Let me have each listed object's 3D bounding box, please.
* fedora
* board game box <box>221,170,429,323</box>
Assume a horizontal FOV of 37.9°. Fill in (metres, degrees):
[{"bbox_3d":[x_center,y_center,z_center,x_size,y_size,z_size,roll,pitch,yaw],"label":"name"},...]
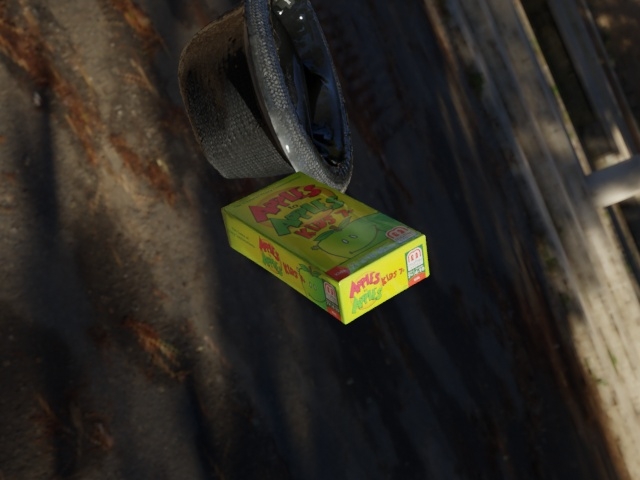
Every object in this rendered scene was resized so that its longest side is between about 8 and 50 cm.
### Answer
[{"bbox_3d":[-0.077,-0.185,1.160,0.334,0.152,0.334,-17,90,-73],"label":"fedora"},{"bbox_3d":[0.000,0.000,0.822,0.181,0.092,0.043,31,-40,47],"label":"board game box"}]
